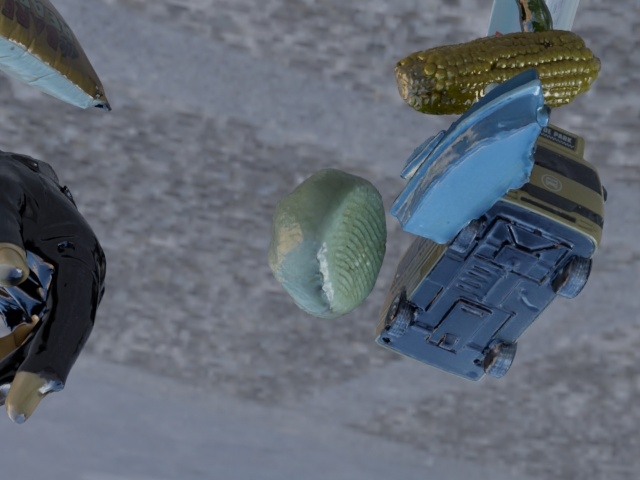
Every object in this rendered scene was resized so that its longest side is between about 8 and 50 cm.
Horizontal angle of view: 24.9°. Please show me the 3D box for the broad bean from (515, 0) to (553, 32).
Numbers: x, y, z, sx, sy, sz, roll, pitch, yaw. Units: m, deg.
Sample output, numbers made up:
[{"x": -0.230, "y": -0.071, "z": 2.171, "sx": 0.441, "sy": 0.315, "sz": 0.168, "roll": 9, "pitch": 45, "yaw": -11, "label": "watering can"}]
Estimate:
[{"x": 0.263, "y": -0.258, "z": 1.804, "sx": 0.039, "sy": 0.226, "sz": 0.069, "roll": -12, "pitch": -167, "yaw": -18, "label": "broad bean"}]

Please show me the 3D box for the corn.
[{"x": 0.210, "y": -0.193, "z": 1.674, "sx": 0.262, "sy": 0.097, "sz": 0.097, "roll": -8, "pitch": 164, "yaw": -21, "label": "corn"}]

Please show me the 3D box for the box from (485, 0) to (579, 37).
[{"x": 0.299, "y": -0.363, "z": 1.931, "sx": 0.079, "sy": 0.135, "sz": 0.269, "roll": 29, "pitch": 136, "yaw": 21, "label": "box"}]

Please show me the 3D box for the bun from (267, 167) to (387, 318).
[{"x": 0.000, "y": 0.000, "z": 1.828, "sx": 0.118, "sy": 0.195, "sz": 0.195, "roll": 14, "pitch": 162, "yaw": 26, "label": "bun"}]

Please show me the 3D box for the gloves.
[{"x": -0.264, "y": 0.041, "z": 1.266, "sx": 0.152, "sy": 0.301, "sz": 0.197, "roll": 2, "pitch": 134, "yaw": 1, "label": "gloves"}]

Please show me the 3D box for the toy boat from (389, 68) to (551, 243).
[{"x": 0.170, "y": -0.100, "z": 1.599, "sx": 0.109, "sy": 0.098, "sz": 0.238, "roll": 18, "pitch": 136, "yaw": -27, "label": "toy boat"}]

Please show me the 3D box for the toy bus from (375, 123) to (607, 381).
[{"x": 0.211, "y": 0.017, "z": 1.830, "sx": 0.177, "sy": 0.201, "sz": 0.365, "roll": 23, "pitch": 142, "yaw": -8, "label": "toy bus"}]

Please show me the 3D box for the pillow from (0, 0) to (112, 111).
[{"x": -0.454, "y": -0.323, "z": 1.993, "sx": 0.119, "sy": 0.312, "sz": 0.310, "roll": -45, "pitch": 144, "yaw": 5, "label": "pillow"}]
